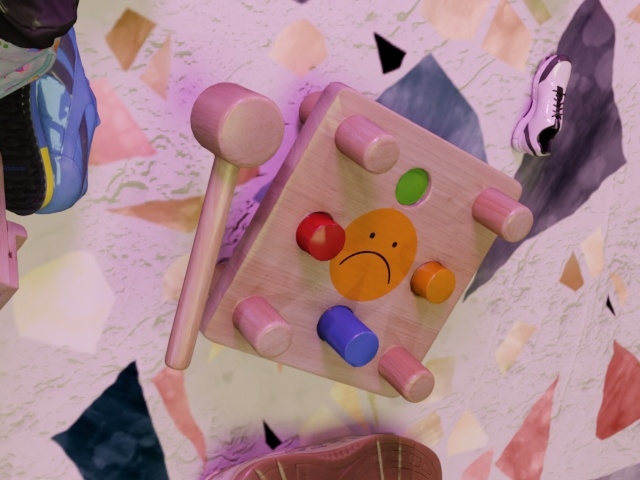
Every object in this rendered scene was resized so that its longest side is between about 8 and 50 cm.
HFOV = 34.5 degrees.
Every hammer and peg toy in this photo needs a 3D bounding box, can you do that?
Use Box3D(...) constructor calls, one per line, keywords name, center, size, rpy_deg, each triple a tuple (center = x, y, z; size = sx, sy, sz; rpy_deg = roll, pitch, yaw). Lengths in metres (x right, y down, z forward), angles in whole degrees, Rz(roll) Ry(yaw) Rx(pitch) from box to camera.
Box3D(name="hammer and peg toy", center=(0.000, 0.000, 0.926), size=(0.361, 0.127, 0.266), rpy_deg=(22, 102, -37))

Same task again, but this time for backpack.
Box3D(name="backpack", center=(-0.240, -0.153, 0.673), size=(0.182, 0.152, 0.115), rpy_deg=(-23, 149, 33))

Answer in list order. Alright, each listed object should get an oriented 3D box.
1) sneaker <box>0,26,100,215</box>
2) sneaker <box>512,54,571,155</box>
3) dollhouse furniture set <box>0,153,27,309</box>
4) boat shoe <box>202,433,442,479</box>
Box3D(name="sneaker", center=(-0.210, -0.124, 0.785), size=(0.082, 0.069, 0.209), rpy_deg=(-27, 121, -59))
Box3D(name="sneaker", center=(0.237, -0.136, 1.059), size=(0.040, 0.043, 0.109), rpy_deg=(9, 106, -32))
Box3D(name="dollhouse furniture set", center=(-0.433, 0.036, 0.723), size=(0.303, 0.174, 0.355), rpy_deg=(25, 122, -37))
Box3D(name="boat shoe", center=(0.010, 0.254, 1.091), size=(0.285, 0.089, 0.105), rpy_deg=(10, 81, -37))
